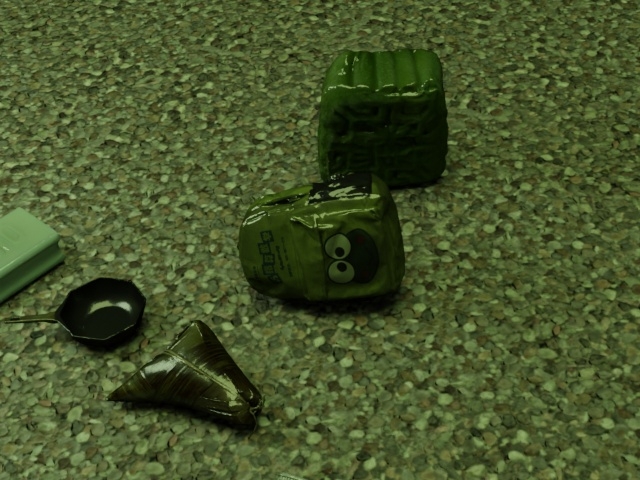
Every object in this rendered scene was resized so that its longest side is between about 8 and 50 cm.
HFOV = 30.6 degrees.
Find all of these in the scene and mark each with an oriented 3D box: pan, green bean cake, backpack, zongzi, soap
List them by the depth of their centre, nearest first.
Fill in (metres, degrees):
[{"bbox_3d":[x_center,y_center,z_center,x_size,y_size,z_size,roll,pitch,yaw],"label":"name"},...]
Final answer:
[{"bbox_3d":[-0.190,0.231,1.671,0.184,0.084,0.187,-36,54,-12],"label":"zongzi"},{"bbox_3d":[0.000,0.000,1.812,0.253,0.207,0.140,-7,27,8],"label":"backpack"},{"bbox_3d":[-0.373,0.113,1.825,0.202,0.048,0.128,8,42,10],"label":"pan"},{"bbox_3d":[-0.533,0.038,1.907,0.119,0.066,0.198,28,52,33],"label":"soap"},{"bbox_3d":[0.105,-0.205,1.986,0.222,0.248,0.125,-4,44,-2],"label":"green bean cake"}]

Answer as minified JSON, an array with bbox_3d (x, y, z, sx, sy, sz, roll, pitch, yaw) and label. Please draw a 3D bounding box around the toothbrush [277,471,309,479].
[{"bbox_3d":[0.072,0.356,1.548,0.286,0.020,0.025,13,54,18],"label":"toothbrush"}]
